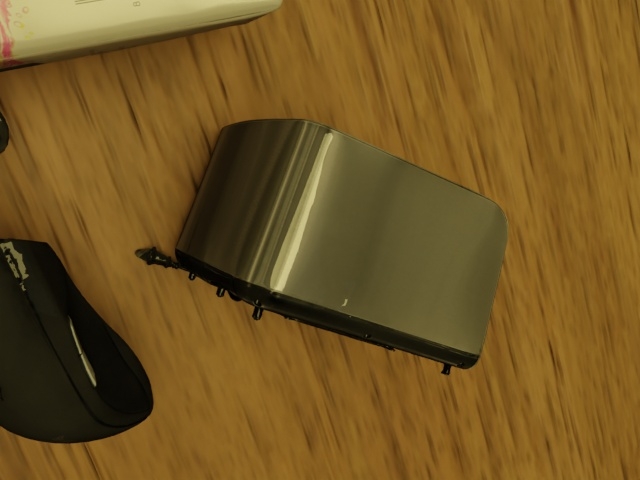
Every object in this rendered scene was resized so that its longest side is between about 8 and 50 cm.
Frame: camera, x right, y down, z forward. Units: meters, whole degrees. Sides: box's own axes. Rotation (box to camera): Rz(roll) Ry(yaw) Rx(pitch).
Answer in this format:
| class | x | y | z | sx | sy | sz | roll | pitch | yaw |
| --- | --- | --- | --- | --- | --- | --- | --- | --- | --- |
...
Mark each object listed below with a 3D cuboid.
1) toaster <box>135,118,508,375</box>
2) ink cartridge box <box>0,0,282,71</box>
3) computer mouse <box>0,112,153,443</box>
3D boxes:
| class | x | y | z | sx | sy | sz | roll | pitch | yaw |
| --- | --- | --- | --- | --- | --- | --- | --- | --- | --- |
| toaster | 0.000 | 0.000 | 0.452 | 0.185 | 0.168 | 0.110 | 20 | 87 | -26 |
| ink cartridge box | -0.215 | -0.181 | 0.336 | 0.353 | 0.119 | 0.207 | -14 | 107 | -14 |
| computer mouse | -0.216 | 0.046 | 0.389 | 0.184 | 0.060 | 0.262 | -4 | 130 | 13 |
